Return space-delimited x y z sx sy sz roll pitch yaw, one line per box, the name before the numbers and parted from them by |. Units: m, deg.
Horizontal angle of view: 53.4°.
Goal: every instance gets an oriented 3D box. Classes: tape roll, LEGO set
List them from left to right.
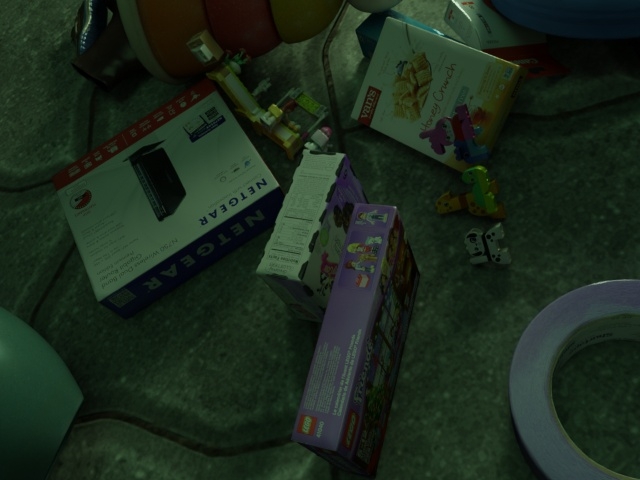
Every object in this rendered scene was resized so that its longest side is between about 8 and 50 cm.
LEGO set | -0.085 -0.251 1.067 0.287 0.132 0.107 44 80 -1
LEGO set | 0.200 -0.075 0.911 0.093 0.087 0.227 -14 101 27
tape roll | 0.359 0.186 0.729 0.275 0.090 0.274 -8 61 14

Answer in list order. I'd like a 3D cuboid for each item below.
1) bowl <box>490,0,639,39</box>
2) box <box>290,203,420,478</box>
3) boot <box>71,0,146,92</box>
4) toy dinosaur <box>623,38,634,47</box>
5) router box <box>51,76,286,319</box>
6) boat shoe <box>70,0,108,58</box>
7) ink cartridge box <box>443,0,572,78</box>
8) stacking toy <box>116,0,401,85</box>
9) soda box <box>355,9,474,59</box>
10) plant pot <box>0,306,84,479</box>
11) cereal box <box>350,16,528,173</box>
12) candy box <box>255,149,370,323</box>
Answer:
bowl | 0.449 -0.437 0.995 0.391 0.077 0.391 -7 45 7
box | 0.057 0.129 0.793 0.057 0.201 0.293 7 65 22
boot | -0.430 -0.423 1.308 0.248 0.090 0.207 39 68 23
toy dinosaur | 0.513 -0.336 0.983 0.268 0.064 0.118 5 50 21
router box | -0.257 -0.082 1.082 0.335 0.082 0.301 -33 57 -2
boat shoe | -0.501 -0.440 1.376 0.066 0.066 0.183 -16 62 33
ink cartridge box | 0.304 -0.328 1.017 0.145 0.045 0.179 -13 51 -25
stacking toy | -0.078 -0.452 1.102 0.480 0.350 0.350 1 63 9
soda box | 0.161 -0.321 1.084 0.210 0.067 0.071 38 79 31
plant pot | -0.449 0.246 0.879 0.195 0.290 0.290 24 68 -11
cereal box | 0.175 -0.226 0.990 0.240 0.047 0.173 32 112 29
candy box | 0.000 0.000 0.903 0.070 0.165 0.196 9 66 24
